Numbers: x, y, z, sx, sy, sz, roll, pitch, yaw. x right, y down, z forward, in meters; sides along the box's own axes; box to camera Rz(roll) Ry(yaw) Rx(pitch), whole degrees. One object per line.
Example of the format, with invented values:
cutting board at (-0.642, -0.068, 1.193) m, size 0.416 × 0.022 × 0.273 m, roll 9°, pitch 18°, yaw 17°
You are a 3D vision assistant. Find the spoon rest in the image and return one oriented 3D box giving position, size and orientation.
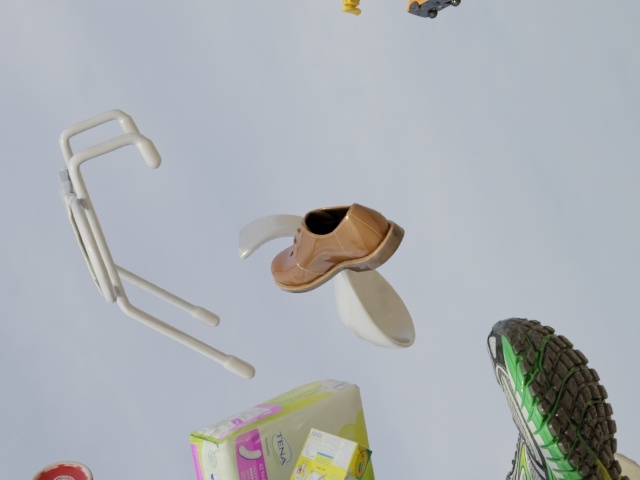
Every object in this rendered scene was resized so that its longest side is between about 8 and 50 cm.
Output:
spoon rest at (0.025, 0.049, 1.471) m, size 0.276 × 0.084 × 0.137 m, roll 32°, pitch -151°, yaw -27°

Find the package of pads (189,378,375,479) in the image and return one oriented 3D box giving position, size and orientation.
package of pads at (-0.053, 0.359, 1.799) m, size 0.296 × 0.101 × 0.229 m, roll -16°, pitch -78°, yaw -39°

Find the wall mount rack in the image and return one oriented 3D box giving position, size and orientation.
wall mount rack at (-0.202, 0.014, 1.313) m, size 0.350 × 0.130 × 0.304 m, roll -139°, pitch 29°, yaw -70°

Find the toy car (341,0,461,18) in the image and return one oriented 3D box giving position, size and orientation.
toy car at (0.083, -0.255, 1.159) m, size 0.122 × 0.060 × 0.041 m, roll 0°, pitch -106°, yaw -28°

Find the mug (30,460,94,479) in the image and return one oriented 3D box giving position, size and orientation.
mug at (-0.346, 0.410, 1.668) m, size 0.113 × 0.150 × 0.169 m, roll -118°, pitch 20°, yaw -60°

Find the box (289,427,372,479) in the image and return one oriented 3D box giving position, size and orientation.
box at (-0.002, 0.373, 1.673) m, size 0.043 × 0.105 × 0.179 m, roll 37°, pitch -108°, yaw -40°

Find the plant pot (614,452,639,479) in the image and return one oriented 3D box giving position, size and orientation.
plant pot at (0.370, 0.458, 1.542) m, size 0.305 × 0.333 × 0.334 m, roll -54°, pitch -41°, yaw -10°

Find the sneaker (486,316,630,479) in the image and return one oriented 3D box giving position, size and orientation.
sneaker at (0.249, 0.252, 1.272) m, size 0.134 × 0.146 × 0.344 m, roll -23°, pitch -85°, yaw -51°

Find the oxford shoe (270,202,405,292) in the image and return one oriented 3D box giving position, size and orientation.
oxford shoe at (0.000, 0.000, 1.220) m, size 0.076 × 0.212 × 0.076 m, roll 38°, pitch -122°, yaw -19°
